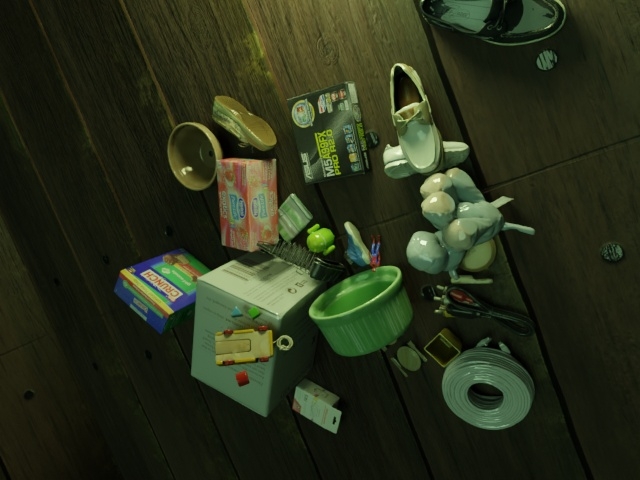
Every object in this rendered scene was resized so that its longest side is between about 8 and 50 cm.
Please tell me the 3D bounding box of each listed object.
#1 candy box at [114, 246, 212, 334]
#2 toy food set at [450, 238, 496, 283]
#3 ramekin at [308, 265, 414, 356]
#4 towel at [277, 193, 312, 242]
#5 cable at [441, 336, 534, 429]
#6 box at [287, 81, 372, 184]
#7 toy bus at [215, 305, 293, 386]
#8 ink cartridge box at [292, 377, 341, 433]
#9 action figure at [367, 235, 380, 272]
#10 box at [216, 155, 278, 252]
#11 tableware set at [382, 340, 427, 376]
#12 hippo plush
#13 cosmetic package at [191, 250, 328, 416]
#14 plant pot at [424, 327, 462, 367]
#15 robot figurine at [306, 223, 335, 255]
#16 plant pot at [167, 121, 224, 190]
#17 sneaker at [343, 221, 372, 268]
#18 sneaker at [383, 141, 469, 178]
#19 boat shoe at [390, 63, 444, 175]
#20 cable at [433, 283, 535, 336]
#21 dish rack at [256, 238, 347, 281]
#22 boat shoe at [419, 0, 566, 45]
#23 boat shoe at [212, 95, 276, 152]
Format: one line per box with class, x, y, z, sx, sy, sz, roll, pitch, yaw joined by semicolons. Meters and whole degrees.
candy box;-0.568;0.182;1.811;0.268;0.317;0.122;36;121;16
toy food set;0.428;0.026;1.333;0.132;0.038;0.192;0;96;25
ramekin;0.131;0.214;1.420;0.303;0.303;0.148;-19;103;34
towel;-0.105;-0.074;1.625;0.113;0.023;0.152;51;124;8
cable;0.489;0.436;1.380;0.257;0.089;0.257;45;123;-3
box;0.027;-0.322;1.439;0.216;0.060;0.270;-5;103;32
toy bus;-0.208;0.310;1.370;0.202;0.191;0.104;39;164;12
ink cartridge box;-0.001;0.620;1.768;0.198;0.067;0.116;23;117;25
action figure;0.169;0.042;1.469;0.038;0.030;0.115;-1;84;27
box;-0.244;-0.127;1.605;0.154;0.142;0.300;12;110;35
tableware set;0.258;0.335;1.535;0.194;0.039;0.128;49;136;15
hippo plush;0.339;-0.035;1.254;0.237;0.294;0.235;-55;52;47
cosmetic package;-0.209;0.297;1.625;0.327;0.329;0.394;20;116;22
plant pot;0.379;0.315;1.425;0.081;0.083;0.081;43;123;13
robot figurine;0.000;0.000;1.529;0.067;0.115;0.101;-37;85;35
plant pot;-0.425;-0.304;1.688;0.237;0.109;0.238;10;110;29
sneaker;0.097;0.021;1.512;0.084;0.058;0.152;-29;97;26
sneaker;0.287;-0.244;1.296;0.234;0.090;0.095;-7;60;18
boat shoe;0.235;-0.315;1.222;0.113;0.103;0.303;-21;71;24
cable;0.466;0.188;1.349;0.286;0.072;0.140;8;126;20
dish rack;-0.068;0.054;1.529;0.271;0.208;0.074;27;92;23
boat shoe;0.393;-0.542;1.112;0.339;0.113;0.127;25;117;22
boat shoe;-0.257;-0.377;1.576;0.285;0.104;0.089;45;128;23
